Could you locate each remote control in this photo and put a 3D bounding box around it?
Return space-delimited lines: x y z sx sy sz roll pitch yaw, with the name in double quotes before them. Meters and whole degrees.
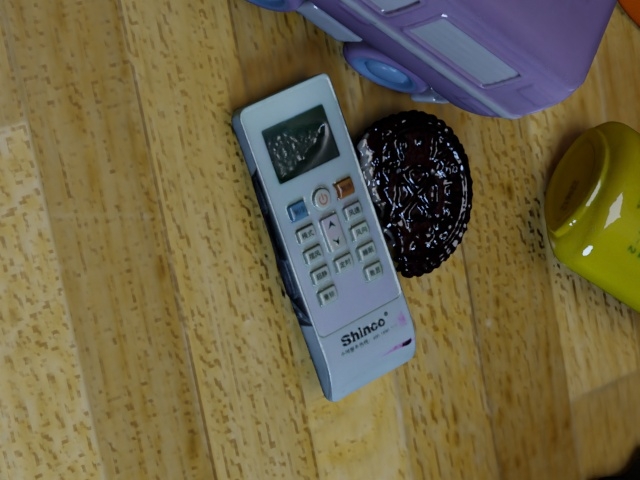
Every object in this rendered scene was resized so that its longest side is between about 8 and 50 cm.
"remote control" 0.000 0.000 0.950 0.065 0.029 0.166 -27 105 -30

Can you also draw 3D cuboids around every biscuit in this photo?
"biscuit" 0.049 -0.026 0.983 0.087 0.027 0.089 23 82 -36

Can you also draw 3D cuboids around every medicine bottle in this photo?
"medicine bottle" 0.246 0.024 1.087 0.260 0.064 0.095 30 67 -25

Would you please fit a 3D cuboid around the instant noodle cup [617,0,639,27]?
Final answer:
"instant noodle cup" 0.309 -0.213 1.031 0.250 0.250 0.192 36 66 -33

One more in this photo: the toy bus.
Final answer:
"toy bus" 0.049 -0.164 0.897 0.202 0.142 0.142 31 77 -34

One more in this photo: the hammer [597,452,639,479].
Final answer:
"hammer" 0.185 0.167 1.094 0.226 0.041 0.159 -22 106 -33
